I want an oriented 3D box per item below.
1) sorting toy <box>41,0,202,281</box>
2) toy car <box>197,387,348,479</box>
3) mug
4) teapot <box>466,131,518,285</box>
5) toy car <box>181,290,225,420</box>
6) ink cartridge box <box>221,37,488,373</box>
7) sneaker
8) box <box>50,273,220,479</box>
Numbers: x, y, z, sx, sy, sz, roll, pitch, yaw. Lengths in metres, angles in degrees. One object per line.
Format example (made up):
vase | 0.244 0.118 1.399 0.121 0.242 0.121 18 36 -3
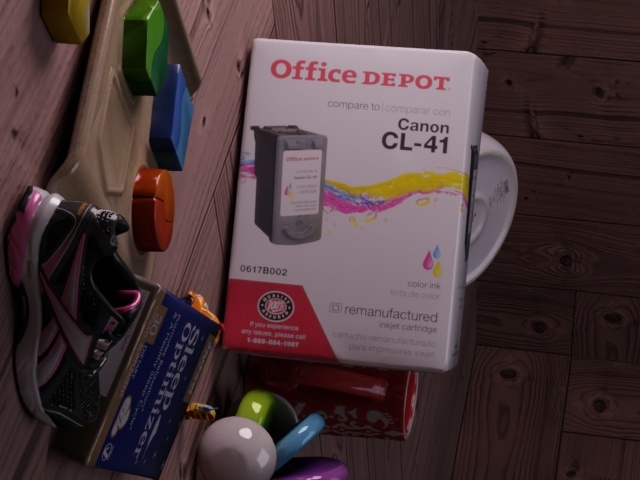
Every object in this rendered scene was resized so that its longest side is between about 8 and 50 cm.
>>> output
sorting toy | -0.136 -0.103 1.140 0.307 0.041 0.229 77 22 -59
toy car | -0.042 0.235 1.561 0.159 0.136 0.182 -32 127 -76
mug | 0.010 0.162 1.700 0.150 0.169 0.113 -51 146 -71
teapot | 0.133 -0.061 2.214 0.252 0.187 0.256 8 106 -53
toy car | -0.102 0.103 1.434 0.060 0.041 0.122 -73 164 -45
ink cartridge box | 0.034 -0.033 1.577 0.131 0.226 0.306 2 93 -80
sneaker | -0.153 0.052 1.046 0.072 0.077 0.178 -69 162 -50
box | -0.130 0.110 1.231 0.225 0.036 0.136 51 60 -76
